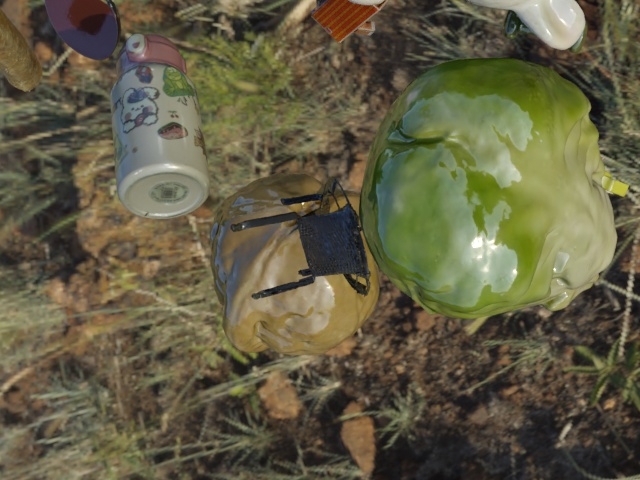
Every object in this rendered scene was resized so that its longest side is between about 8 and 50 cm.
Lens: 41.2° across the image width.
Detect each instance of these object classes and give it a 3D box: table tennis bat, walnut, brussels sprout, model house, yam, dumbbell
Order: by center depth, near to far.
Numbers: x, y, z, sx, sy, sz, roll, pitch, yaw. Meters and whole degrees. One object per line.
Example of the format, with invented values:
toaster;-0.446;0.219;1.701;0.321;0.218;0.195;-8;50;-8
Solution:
brussels sprout;0.179;-0.057;0.900;0.242;0.316;0.274;-33;65;49
yam;-0.437;-0.272;1.148;0.300;0.066;0.066;105;149;-80
table tennis bat;-0.340;-0.349;1.226;0.130;0.019;0.220;32;143;2
dumbbell;0.324;-0.305;1.230;0.118;0.052;0.046;13;124;5
walnut;-0.056;0.050;1.672;0.383;0.383;0.384;6;99;42
model house;0.050;-0.549;1.895;0.294;0.207;0.154;-23;73;62

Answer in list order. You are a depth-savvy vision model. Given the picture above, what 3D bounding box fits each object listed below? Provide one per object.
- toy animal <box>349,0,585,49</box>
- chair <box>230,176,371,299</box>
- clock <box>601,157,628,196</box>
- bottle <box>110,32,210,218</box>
toy animal;0.195;-0.379;1.117;0.241;0.367;0.196;134;139;-58
chair;0.000;0.000;1.222;0.213;0.149;0.174;-8;101;35
clock;0.443;-0.173;1.682;0.293;0.277;0.071;35;106;63
bottle;-0.216;-0.161;1.114;0.120;0.120;0.253;-40;51;38
